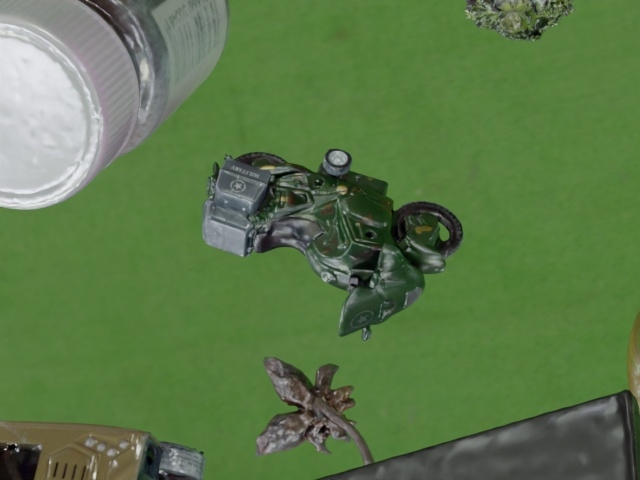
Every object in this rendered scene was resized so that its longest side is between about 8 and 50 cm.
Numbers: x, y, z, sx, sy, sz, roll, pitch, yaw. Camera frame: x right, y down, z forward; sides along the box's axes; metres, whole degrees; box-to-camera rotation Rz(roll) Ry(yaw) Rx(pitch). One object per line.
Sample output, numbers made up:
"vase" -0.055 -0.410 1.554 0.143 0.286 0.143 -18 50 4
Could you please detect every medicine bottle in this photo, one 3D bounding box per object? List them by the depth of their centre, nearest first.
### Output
"medicine bottle" -0.185 -0.144 1.311 0.165 0.273 0.165 7 116 15

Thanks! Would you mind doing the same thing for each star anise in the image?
"star anise" -0.012 0.218 1.944 0.218 0.227 0.148 43 89 8

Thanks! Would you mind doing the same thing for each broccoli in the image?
"broccoli" 0.206 -0.244 1.773 0.097 0.092 0.095 42 119 4

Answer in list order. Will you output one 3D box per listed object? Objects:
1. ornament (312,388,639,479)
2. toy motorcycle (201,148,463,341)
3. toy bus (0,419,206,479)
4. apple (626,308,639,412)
"ornament" 0.063 0.176 0.524 0.166 0.196 0.153 -18 47 27
"toy motorcycle" 0.000 0.000 1.750 0.274 0.187 0.125 18 142 8
"toy bus" -0.150 0.217 1.139 0.157 0.289 0.139 7 71 10
"apple" 0.413 0.136 1.574 0.264 0.264 0.264 8 105 30
